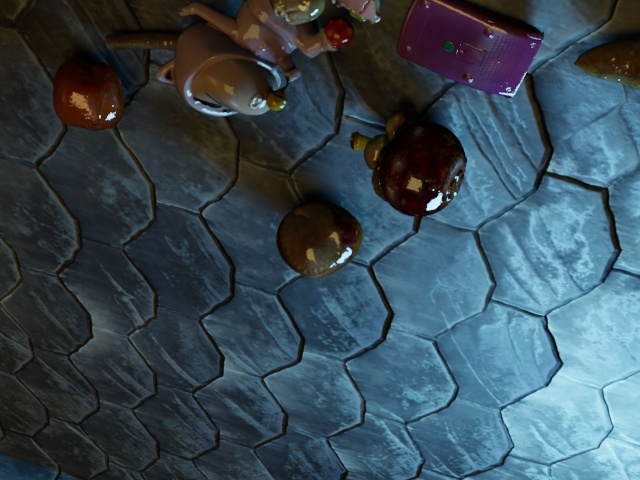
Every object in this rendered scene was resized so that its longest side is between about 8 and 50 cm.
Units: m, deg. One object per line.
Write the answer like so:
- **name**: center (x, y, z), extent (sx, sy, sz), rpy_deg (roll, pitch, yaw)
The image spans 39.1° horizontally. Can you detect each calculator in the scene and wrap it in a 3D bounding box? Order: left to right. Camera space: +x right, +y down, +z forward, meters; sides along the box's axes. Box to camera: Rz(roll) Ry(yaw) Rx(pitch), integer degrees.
- **calculator**: center (0.207, -0.278, 1.285), extent (0.190, 0.034, 0.126), rpy_deg (21, 140, 1)

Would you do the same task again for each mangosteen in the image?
- **mangosteen**: center (0.141, -0.120, 1.412), extent (0.181, 0.156, 0.146), rpy_deg (24, 176, 41)

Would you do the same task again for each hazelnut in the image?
- **hazelnut**: center (0.000, 0.000, 1.593), extent (0.154, 0.143, 0.143), rpy_deg (-17, 128, 15)

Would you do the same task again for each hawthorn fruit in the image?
- **hawthorn fruit**: center (-0.385, -0.243, 1.499), extent (0.128, 0.128, 0.128), rpy_deg (11, 138, 10)

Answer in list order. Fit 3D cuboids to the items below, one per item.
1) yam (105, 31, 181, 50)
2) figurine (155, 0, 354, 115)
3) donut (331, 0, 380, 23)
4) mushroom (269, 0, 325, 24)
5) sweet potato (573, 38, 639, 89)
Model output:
- **yam**: center (-0.273, -0.317, 1.434), extent (0.145, 0.032, 0.032), rpy_deg (4, 136, 17)
- **figurine**: center (-0.103, -0.278, 1.311), extent (0.287, 0.186, 0.176), rpy_deg (-30, 145, 23)
- **donut**: center (0.096, -0.397, 1.162), extent (0.233, 0.085, 0.199), rpy_deg (-10, 131, 30)
- **mushroom**: center (-0.063, -0.394, 1.182), extent (0.116, 0.093, 0.225), rpy_deg (21, 126, 56)
- **sweet potato**: center (0.513, -0.213, 1.185), extent (0.342, 0.092, 0.114), rpy_deg (17, 155, 5)
